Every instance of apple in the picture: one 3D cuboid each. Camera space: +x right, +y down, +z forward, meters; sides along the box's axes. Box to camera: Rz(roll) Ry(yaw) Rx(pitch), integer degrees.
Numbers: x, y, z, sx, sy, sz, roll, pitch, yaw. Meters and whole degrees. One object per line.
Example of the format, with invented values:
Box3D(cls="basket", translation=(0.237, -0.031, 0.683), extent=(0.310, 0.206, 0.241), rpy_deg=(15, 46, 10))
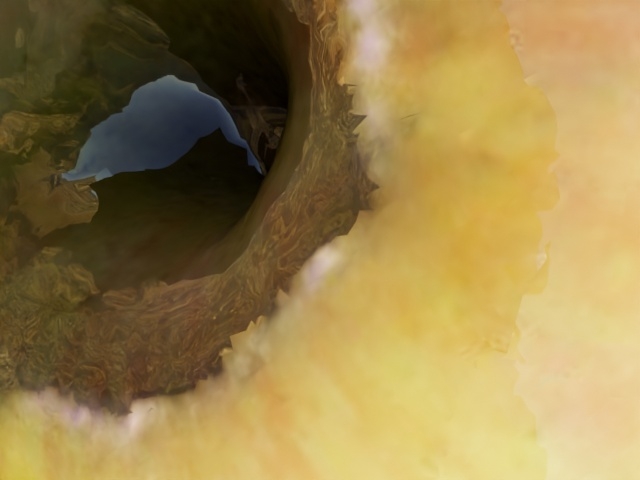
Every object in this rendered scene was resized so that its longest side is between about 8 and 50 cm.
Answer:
Box3D(cls="apple", translation=(0.056, -0.014, 0.540), extent=(0.346, 0.391, 0.392), rpy_deg=(10, 68, -43))
